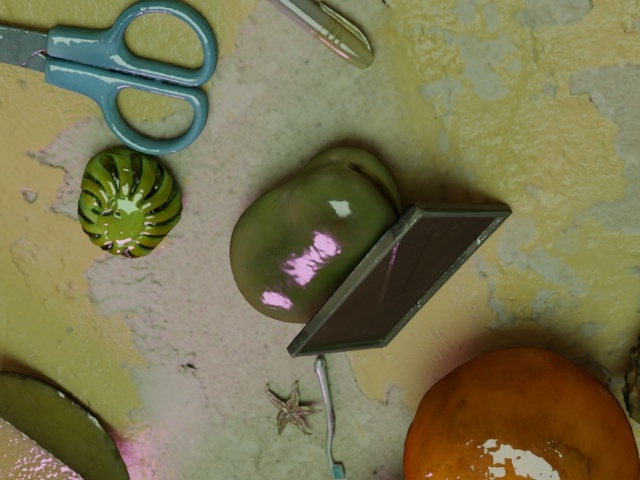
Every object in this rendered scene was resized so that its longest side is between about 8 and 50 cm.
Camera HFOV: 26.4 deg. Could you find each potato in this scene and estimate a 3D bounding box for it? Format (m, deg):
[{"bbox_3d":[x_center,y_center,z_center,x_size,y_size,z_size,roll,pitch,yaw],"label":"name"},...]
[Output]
[{"bbox_3d":[-0.420,0.316,1.858,0.269,0.112,0.255,42,122,-12],"label":"potato"}]

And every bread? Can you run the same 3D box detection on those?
[{"bbox_3d":[-0.234,-0.041,1.638,0.130,0.071,0.139,29,121,-14],"label":"bread"}]

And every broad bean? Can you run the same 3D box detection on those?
[{"bbox_3d":[0.000,0.000,1.612,0.189,0.121,0.263,31,135,-15],"label":"broad bean"}]

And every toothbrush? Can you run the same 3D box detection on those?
[{"bbox_3d":[0.009,0.236,1.794,0.022,0.017,0.204,3,122,20],"label":"toothbrush"}]

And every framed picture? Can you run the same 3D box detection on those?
[{"bbox_3d":[0.093,0.049,1.592,0.260,0.189,0.023,-51,60,30],"label":"framed picture"}]

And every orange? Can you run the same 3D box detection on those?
[{"bbox_3d":[0.241,0.262,1.650,0.283,0.226,0.284,6,123,10],"label":"orange"}]

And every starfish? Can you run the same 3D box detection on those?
[{"bbox_3d":[-0.043,0.225,1.797,0.092,0.016,0.086,43,122,-8],"label":"starfish"}]

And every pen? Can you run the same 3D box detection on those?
[{"bbox_3d":[-0.033,-0.267,1.494,0.233,0.032,0.040,37,96,-13],"label":"pen"}]

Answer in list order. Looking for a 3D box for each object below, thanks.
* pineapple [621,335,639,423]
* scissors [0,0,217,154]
[{"bbox_3d":[0.428,0.108,1.596,0.128,0.128,0.248,6,118,5],"label":"pineapple"},{"bbox_3d":[-0.342,-0.222,1.569,0.447,0.029,0.193,13,121,1],"label":"scissors"}]
